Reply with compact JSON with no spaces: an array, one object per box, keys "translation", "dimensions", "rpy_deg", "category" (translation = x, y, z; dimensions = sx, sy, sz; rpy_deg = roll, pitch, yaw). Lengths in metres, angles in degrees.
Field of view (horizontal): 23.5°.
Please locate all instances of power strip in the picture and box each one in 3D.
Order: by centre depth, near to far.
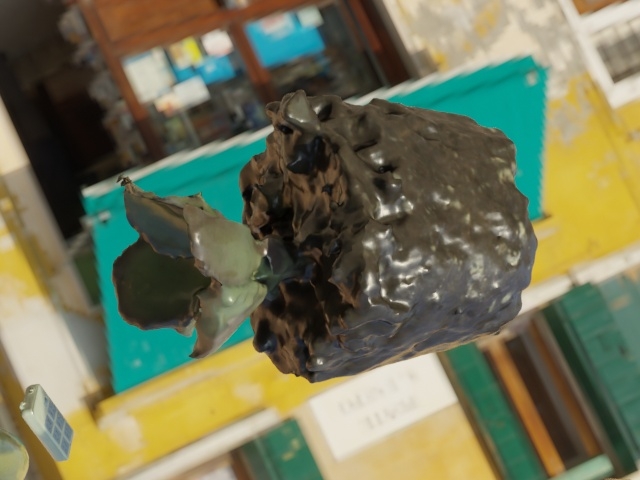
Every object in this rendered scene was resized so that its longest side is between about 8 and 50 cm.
[{"translation":[-0.274,0.183,1.542],"dimensions":[0.016,0.040,0.090],"rpy_deg":[-13,132,15],"category":"power strip"}]

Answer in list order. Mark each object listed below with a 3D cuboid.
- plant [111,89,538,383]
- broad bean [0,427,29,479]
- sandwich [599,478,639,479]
[{"translation":[0.000,0.000,0.766],"dimensions":[0.203,0.131,0.142],"rpy_deg":[-7,161,-33],"category":"plant"},{"translation":[-0.421,0.240,1.638],"dimensions":[0.189,0.121,0.263],"rpy_deg":[-18,152,14],"category":"broad bean"},{"translation":[0.278,0.254,1.112],"dimensions":[0.144,0.117,0.187],"rpy_deg":[11,-175,-40],"category":"sandwich"}]
